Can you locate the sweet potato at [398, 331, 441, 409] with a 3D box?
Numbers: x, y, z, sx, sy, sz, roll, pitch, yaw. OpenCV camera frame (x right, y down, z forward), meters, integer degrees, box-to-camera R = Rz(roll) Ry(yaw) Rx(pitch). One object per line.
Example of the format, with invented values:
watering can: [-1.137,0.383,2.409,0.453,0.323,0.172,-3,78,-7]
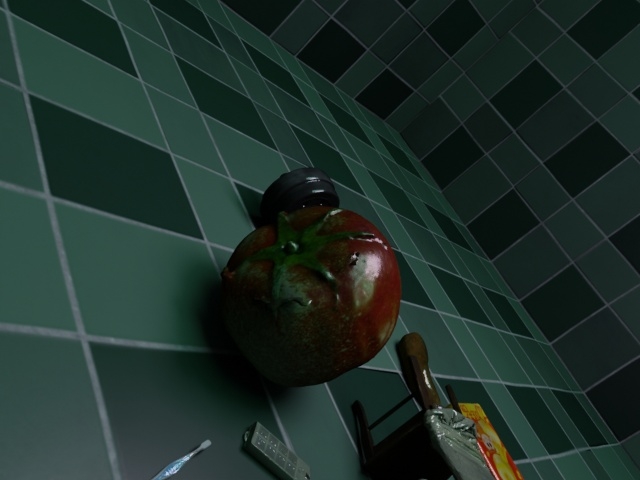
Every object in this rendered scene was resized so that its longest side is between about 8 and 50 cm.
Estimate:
sweet potato: [0.233,0.305,1.433,0.081,0.062,0.233,36,27,-33]

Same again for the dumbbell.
dumbbell: [0.000,0.000,1.335,0.185,0.185,0.388,17,38,-54]

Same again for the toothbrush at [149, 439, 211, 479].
toothbrush: [-0.180,0.274,0.727,0.014,0.017,0.162,47,20,13]

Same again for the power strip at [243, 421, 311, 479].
power strip: [-0.057,0.321,0.886,0.136,0.019,0.051,44,19,-11]

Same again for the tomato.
tomato: [-0.012,0.096,1.009,0.304,0.303,0.239,-99,170,-55]

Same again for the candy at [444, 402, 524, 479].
candy: [0.352,0.489,1.304,0.146,0.088,0.276,21,34,-53]

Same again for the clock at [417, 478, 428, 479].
clock: [0.141,0.443,0.790,0.166,0.235,0.309,45,4,36]

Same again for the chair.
chair: [0.188,0.369,1.029,0.160,0.186,0.319,39,16,-26]
